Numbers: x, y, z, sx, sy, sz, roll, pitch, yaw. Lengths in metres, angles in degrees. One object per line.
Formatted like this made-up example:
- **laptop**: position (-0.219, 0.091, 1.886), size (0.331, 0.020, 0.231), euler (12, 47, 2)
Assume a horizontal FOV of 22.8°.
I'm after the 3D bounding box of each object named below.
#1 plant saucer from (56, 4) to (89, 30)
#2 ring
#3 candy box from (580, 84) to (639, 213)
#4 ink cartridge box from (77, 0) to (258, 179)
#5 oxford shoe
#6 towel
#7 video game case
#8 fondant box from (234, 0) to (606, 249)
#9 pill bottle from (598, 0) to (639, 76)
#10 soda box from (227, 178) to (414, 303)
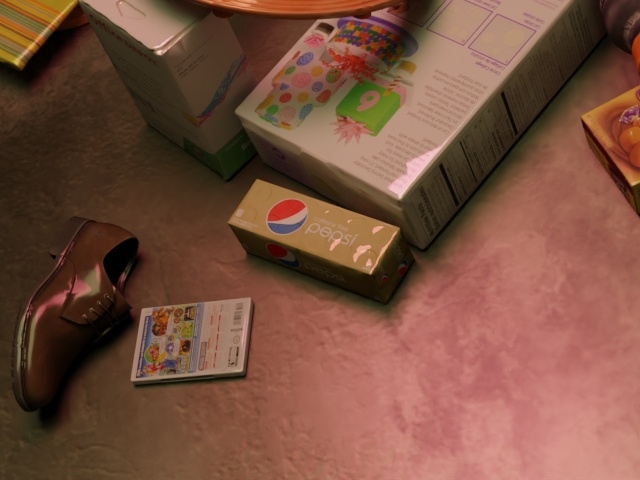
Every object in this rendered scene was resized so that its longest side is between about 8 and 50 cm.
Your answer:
- **plant saucer**: position (-0.313, -0.348, 1.979), size (0.199, 0.037, 0.200), euler (-10, 53, 14)
- **ring**: position (-0.046, -0.304, 1.653), size (0.336, 0.032, 0.337), euler (4, 36, -3)
- **candy box**: position (0.363, -0.117, 1.550), size (0.186, 0.053, 0.109), euler (-27, 50, -1)
- **ink cartridge box**: position (-0.150, -0.188, 1.692), size (0.093, 0.212, 0.154), euler (-44, 53, -13)
- **oxford shoe**: position (-0.250, 0.075, 1.631), size (0.096, 0.083, 0.227), euler (8, 61, 20)
- **towel**: position (-0.322, -0.306, 1.919), size (0.102, 0.021, 0.237), euler (29, 70, 28)
- **video game case**: position (-0.130, 0.102, 1.610), size (0.122, 0.011, 0.087), euler (-6, 55, 17)
- **fondant box**: position (0.108, -0.180, 1.664), size (0.238, 0.096, 0.330), euler (30, 70, 35)
- **pill bottle**: position (0.333, -0.269, 1.555), size (0.130, 0.130, 0.246), euler (-13, 57, 12)
- **soda box**: position (0.000, 0.000, 1.602), size (0.181, 0.058, 0.061), euler (20, 65, 31)
